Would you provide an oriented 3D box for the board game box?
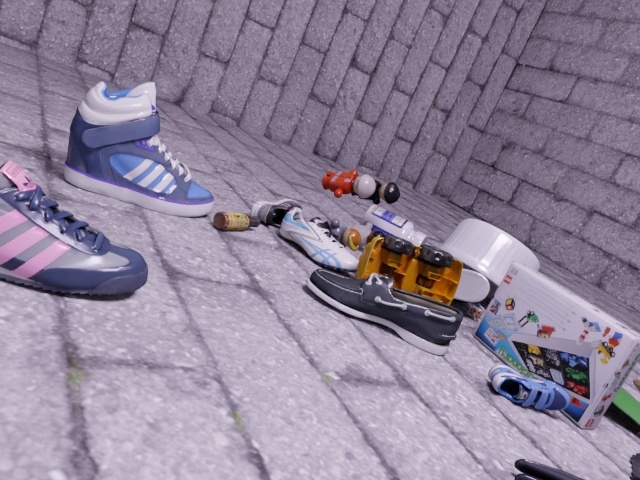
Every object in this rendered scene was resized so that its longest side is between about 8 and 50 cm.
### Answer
[{"bbox_3d":[0.455,0.193,1.076,0.053,0.193,0.305,14,18,-32],"label":"board game box"}]

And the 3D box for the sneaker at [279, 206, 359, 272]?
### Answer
[{"bbox_3d":[0.000,0.000,1.264,0.237,0.086,0.085,34,16,29],"label":"sneaker"}]

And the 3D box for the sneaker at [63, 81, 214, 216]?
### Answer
[{"bbox_3d":[-0.338,-0.194,1.114,0.323,0.236,0.130,14,17,-32],"label":"sneaker"}]

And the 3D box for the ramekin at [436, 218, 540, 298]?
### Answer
[{"bbox_3d":[0.469,0.058,1.517,0.277,0.135,0.277,36,-4,3],"label":"ramekin"}]

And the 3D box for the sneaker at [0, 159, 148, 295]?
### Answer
[{"bbox_3d":[-0.362,-0.023,0.677,0.319,0.131,0.112,17,16,-27],"label":"sneaker"}]

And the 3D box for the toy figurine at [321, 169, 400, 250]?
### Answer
[{"bbox_3d":[0.100,-0.075,1.433,0.148,0.209,0.213,13,3,33],"label":"toy figurine"}]

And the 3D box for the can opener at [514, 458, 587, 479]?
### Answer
[{"bbox_3d":[0.341,0.327,0.695,0.186,0.073,0.059,18,20,16],"label":"can opener"}]

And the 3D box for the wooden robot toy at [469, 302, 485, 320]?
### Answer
[{"bbox_3d":[0.432,0.199,1.285,0.173,0.079,0.076,-1,-40,30],"label":"wooden robot toy"}]

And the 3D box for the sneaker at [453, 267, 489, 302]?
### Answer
[{"bbox_3d":[0.285,0.092,1.391,0.296,0.104,0.147,20,-5,21],"label":"sneaker"}]

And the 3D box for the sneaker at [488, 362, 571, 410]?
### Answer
[{"bbox_3d":[0.368,0.268,0.957,0.144,0.053,0.059,18,13,10],"label":"sneaker"}]

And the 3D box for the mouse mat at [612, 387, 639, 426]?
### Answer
[{"bbox_3d":[0.660,0.364,1.094,0.189,0.007,0.152,45,22,24],"label":"mouse mat"}]

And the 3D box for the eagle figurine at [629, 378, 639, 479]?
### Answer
[{"bbox_3d":[0.579,0.359,0.791,0.298,0.225,0.226,49,40,-40],"label":"eagle figurine"}]

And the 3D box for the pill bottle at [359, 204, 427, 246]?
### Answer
[{"bbox_3d":[0.215,-0.020,1.619,0.187,0.112,0.112,29,15,17],"label":"pill bottle"}]

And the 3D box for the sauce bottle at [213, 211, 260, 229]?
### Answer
[{"bbox_3d":[-0.183,-0.044,1.212,0.042,0.042,0.128,31,18,27],"label":"sauce bottle"}]

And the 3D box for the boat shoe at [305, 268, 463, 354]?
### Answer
[{"bbox_3d":[0.122,0.112,1.041,0.302,0.091,0.114,24,14,-2],"label":"boat shoe"}]

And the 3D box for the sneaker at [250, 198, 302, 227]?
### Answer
[{"bbox_3d":[-0.097,-0.066,1.393,0.075,0.063,0.170,33,22,32],"label":"sneaker"}]

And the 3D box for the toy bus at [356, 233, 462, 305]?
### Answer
[{"bbox_3d":[0.169,0.056,1.216,0.220,0.149,0.211,17,11,-19],"label":"toy bus"}]
